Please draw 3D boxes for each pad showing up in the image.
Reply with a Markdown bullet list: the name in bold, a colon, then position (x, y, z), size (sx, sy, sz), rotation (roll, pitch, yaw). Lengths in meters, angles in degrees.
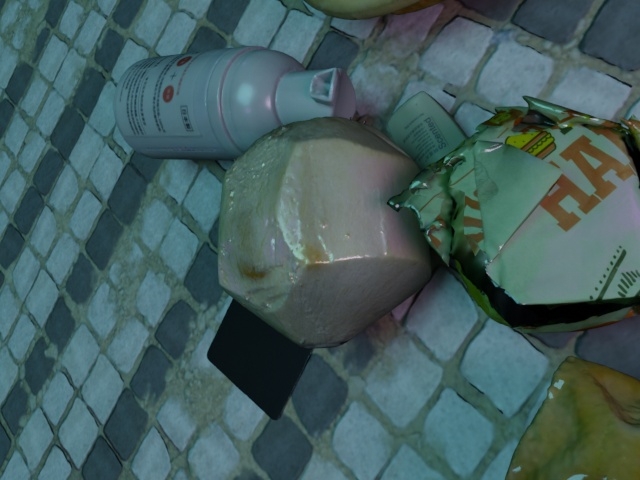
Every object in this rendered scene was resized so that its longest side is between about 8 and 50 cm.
- **pad**: position (-0.079, 0.138, 0.927), size (0.157, 0.003, 0.112), rotation (33, 100, 40)

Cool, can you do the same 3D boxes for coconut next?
- **coconut**: position (0.003, -0.001, 0.761), size (0.241, 0.241, 0.241), rotation (-11, 72, 37)

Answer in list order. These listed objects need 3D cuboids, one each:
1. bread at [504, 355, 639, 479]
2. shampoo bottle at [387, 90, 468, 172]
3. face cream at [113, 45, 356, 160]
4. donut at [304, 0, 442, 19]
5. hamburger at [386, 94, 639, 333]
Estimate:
- **bread**: position (0.250, 0.217, 0.518), size (0.252, 0.238, 0.196), rotation (24, 54, 37)
- **shampoo bottle**: position (0.140, -0.062, 0.767), size (0.072, 0.049, 0.212), rotation (-41, 57, 23)
- **face cream**: position (-0.096, -0.169, 0.928), size (0.369, 0.145, 0.145), rotation (8, 84, 40)
- **donut**: position (0.103, -0.451, 0.784), size (0.449, 0.198, 0.449), rotation (-5, 82, 36)
- **hamburger**: position (0.179, -0.020, 0.641), size (0.235, 0.125, 0.214), rotation (-11, 65, 1)
